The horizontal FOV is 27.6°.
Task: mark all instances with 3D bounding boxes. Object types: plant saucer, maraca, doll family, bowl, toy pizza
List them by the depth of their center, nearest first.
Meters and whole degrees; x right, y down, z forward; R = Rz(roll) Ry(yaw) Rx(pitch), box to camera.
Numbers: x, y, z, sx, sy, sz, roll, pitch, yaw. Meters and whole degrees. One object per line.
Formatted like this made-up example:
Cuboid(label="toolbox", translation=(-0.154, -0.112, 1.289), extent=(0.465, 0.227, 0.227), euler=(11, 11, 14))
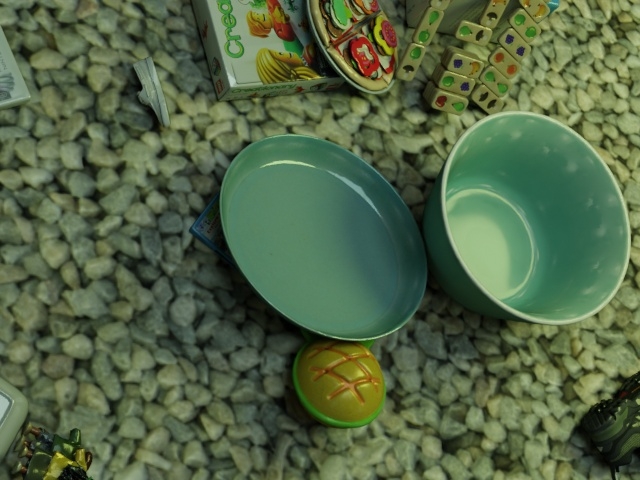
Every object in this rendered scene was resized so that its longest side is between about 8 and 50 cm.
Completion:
Cuboid(label="bowl", translation=(-0.417, 0.204, 1.499), extent=(0.142, 0.053, 0.142), euler=(35, 63, -12))
Cuboid(label="doll family", translation=(-0.314, 0.304, 1.508), extent=(0.111, 0.076, 0.193), euler=(29, 67, -20))
Cuboid(label="maraca", translation=(0.024, 0.169, 1.709), extent=(0.127, 0.099, 0.185), euler=(14, 43, -15))
Cuboid(label="plant saucer", translation=(0.000, 0.000, 1.748), extent=(0.318, 0.044, 0.317), euler=(17, 52, -23))
Cuboid(label="bowl", translation=(0.268, -0.012, 1.851), extent=(0.311, 0.163, 0.311), euler=(9, 69, -23))
Cuboid(label="toy pizza", translation=(0.054, -0.308, 1.878), extent=(0.201, 0.032, 0.201), euler=(28, 51, -41))

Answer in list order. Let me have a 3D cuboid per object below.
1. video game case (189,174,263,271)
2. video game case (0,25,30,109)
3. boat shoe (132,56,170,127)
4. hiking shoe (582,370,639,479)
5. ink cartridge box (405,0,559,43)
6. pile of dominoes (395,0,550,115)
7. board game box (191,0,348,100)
Cuboid(label="video game case", translation=(-0.081, -0.004, 1.760), extent=(0.166, 0.015, 0.119), euler=(40, 61, -9))
Cuboid(label="video game case", translation=(-0.483, -0.230, 1.631), extent=(0.190, 0.022, 0.173), euler=(-20, 83, -30))
Cuboid(label="boat shoe", translation=(-0.228, -0.196, 1.745), extent=(0.035, 0.035, 0.100), euler=(-18, 85, -3))
Cuboid(label="hiking shoe", translation=(0.487, 0.262, 1.926), extent=(0.227, 0.086, 0.114), euler=(-26, 99, -25))
Cuboid(label="ink cartridge box", translation=(0.243, -0.371, 1.974), extent=(0.191, 0.139, 0.082), euler=(8, 68, -24))
Cuboid(label="pile of dominoes", translation=(0.239, -0.302, 1.903), extent=(0.196, 0.251, 0.040), euler=(13, 26, -27))
Cuboid(label="board game box", translation=(-0.090, -0.355, 1.852), extent=(0.193, 0.053, 0.305), euler=(-10, 78, -29))
